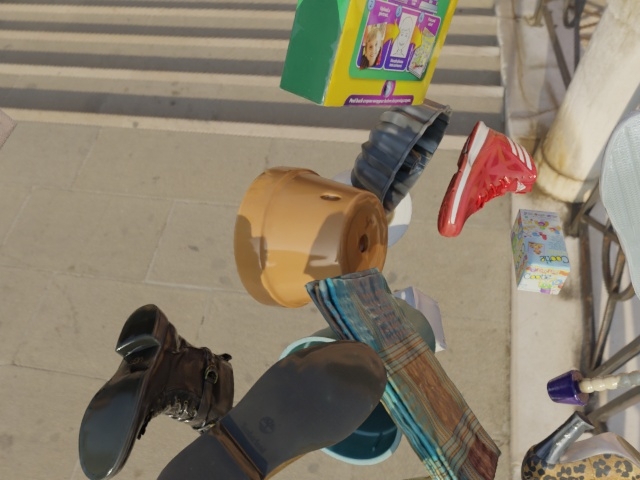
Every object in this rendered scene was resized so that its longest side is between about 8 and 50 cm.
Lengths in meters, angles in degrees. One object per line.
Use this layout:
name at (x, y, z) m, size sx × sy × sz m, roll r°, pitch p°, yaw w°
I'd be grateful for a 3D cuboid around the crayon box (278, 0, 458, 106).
crayon box at (0.110, -0.401, 0.919) m, size 0.106 × 0.313 × 0.363 m, roll 29°, pitch 28°, yaw 28°

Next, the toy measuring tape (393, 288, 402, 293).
toy measuring tape at (0.278, 0.353, 1.965) m, size 0.121 × 0.121 × 0.330 m, roll 15°, pitch 82°, yaw 14°

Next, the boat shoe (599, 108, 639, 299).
boat shoe at (0.340, -0.036, 0.550) m, size 0.083 × 0.226 × 0.076 m, roll -4°, pitch 30°, yaw 30°

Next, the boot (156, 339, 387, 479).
boot at (-0.054, 0.218, 0.614) m, size 0.305 × 0.115 × 0.112 m, roll -28°, pitch 73°, yaw -29°

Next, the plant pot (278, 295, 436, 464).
plant pot at (0.121, 0.319, 1.356) m, size 0.341 × 0.341 × 0.334 m, roll 30°, pitch 34°, yaw 20°

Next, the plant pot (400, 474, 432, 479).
plant pot at (0.224, 0.580, 0.942) m, size 0.366 × 0.353 × 0.367 m, roll -4°, pitch 79°, yaw 20°

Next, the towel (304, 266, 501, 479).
towel at (0.140, 0.200, 0.792) m, size 0.040 × 0.271 × 0.370 m, roll -39°, pitch 75°, yaw 19°

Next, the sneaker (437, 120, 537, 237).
sneaker at (0.273, -0.085, 0.834) m, size 0.128 × 0.087 × 0.221 m, roll 23°, pitch 68°, yaw 5°

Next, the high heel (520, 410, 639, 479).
high heel at (0.543, 0.471, 1.063) m, size 0.261 × 0.093 × 0.186 m, roll 35°, pitch 108°, yaw -6°

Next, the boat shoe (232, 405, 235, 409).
boat shoe at (-0.284, 0.614, 1.846) m, size 0.038 × 0.125 × 0.046 m, roll 15°, pitch 68°, yaw 37°

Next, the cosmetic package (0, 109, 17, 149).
cosmetic package at (-0.657, -0.214, 0.742) m, size 0.155 × 0.365 × 0.197 m, roll -31°, pitch 37°, yaw 17°

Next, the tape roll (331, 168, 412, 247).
tape roll at (0.136, -0.098, 1.624) m, size 0.246 × 0.169 × 0.246 m, roll -3°, pitch 98°, yaw -18°

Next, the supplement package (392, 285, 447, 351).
supplement package at (0.239, 0.300, 1.761) m, size 0.293 × 0.177 × 0.175 m, roll -26°, pitch 51°, yaw 31°

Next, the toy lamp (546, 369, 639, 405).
toy lamp at (0.605, 0.291, 1.084) m, size 0.274 × 0.080 × 0.080 m, roll -25°, pitch 50°, yaw 43°

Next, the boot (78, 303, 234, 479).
boot at (-0.206, 0.240, 0.764) m, size 0.091 × 0.229 × 0.263 m, roll -13°, pitch 45°, yaw 24°

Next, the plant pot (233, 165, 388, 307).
plant pot at (0.000, 0.000, 1.038) m, size 0.203 × 0.291 × 0.291 m, roll 6°, pitch 60°, yaw 33°

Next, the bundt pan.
bundt pan at (0.190, -0.221, 1.337) m, size 0.124 × 0.331 × 0.331 m, roll 35°, pitch 70°, yaw 13°

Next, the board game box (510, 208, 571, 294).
board game box at (0.773, 0.036, 1.877) m, size 0.144 × 0.142 × 0.275 m, roll 7°, pitch 45°, yaw 7°
